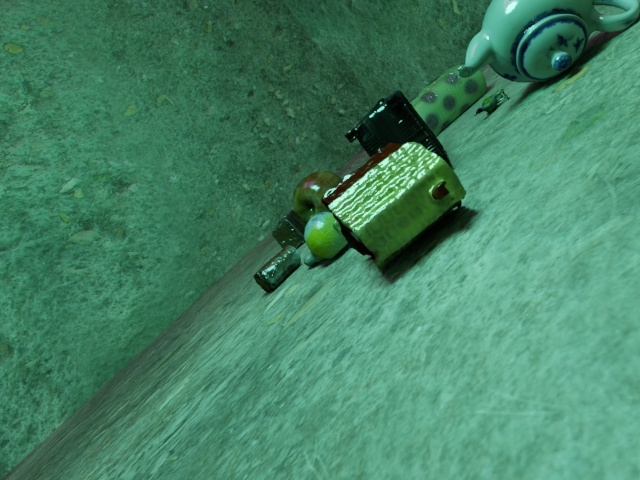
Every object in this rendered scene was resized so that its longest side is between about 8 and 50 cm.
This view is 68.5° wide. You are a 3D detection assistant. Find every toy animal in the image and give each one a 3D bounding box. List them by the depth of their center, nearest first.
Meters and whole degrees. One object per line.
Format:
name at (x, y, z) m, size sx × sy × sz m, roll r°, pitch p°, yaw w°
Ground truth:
toy animal at (0.512, -0.414, 1.362) m, size 0.217 × 0.041 × 0.075 m, roll -41°, pitch 7°, yaw -40°

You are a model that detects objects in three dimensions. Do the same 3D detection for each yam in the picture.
yam at (-0.125, 0.085, 1.398) m, size 0.141 × 0.079 × 0.079 m, roll -43°, pitch 10°, yaw -25°

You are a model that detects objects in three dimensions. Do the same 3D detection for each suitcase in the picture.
suitcase at (0.203, -0.253, 1.208) m, size 0.152 × 0.230 × 0.335 m, roll -36°, pitch 10°, yaw 20°

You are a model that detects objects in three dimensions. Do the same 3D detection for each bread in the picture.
bread at (0.432, -0.500, 1.728) m, size 0.338 × 0.155 × 0.187 m, roll -40°, pitch 13°, yaw -7°

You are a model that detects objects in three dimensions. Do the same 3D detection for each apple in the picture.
apple at (0.006, -0.143, 1.605) m, size 0.188 × 0.188 × 0.173 m, roll -31°, pitch 4°, yaw 44°

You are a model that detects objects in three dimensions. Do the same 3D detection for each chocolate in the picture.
chocolate at (-0.117, -0.043, 1.864) m, size 0.112 × 0.112 × 0.321 m, roll -41°, pitch 9°, yaw 9°

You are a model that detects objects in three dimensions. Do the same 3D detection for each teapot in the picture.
teapot at (0.524, -0.489, 1.118) m, size 0.423 × 0.252 × 0.280 m, roll -15°, pitch 49°, yaw 9°

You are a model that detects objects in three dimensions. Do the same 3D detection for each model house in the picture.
model house at (0.126, -0.062, 0.829) m, size 0.196 × 0.160 × 0.254 m, roll -39°, pitch 10°, yaw 0°

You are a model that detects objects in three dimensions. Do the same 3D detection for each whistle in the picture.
whistle at (0.000, 0.000, 1.208) m, size 0.123 × 0.123 × 0.223 m, roll -46°, pitch -4°, yaw -33°
